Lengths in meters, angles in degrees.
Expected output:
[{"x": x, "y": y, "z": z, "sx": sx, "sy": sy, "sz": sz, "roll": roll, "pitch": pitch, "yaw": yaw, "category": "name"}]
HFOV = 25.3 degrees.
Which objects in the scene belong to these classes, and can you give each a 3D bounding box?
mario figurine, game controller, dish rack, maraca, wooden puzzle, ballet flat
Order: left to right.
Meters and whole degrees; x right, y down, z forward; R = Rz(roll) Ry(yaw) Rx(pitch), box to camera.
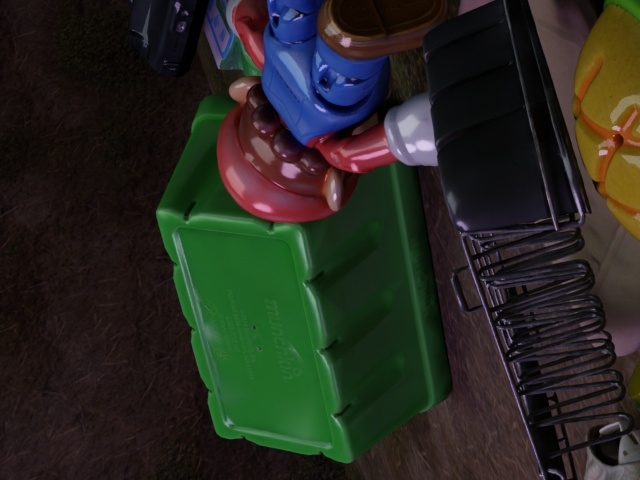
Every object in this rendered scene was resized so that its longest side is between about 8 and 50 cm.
[{"x": -0.114, "y": -0.292, "z": 1.195, "sx": 0.319, "sy": 0.067, "sz": 0.166, "roll": 113, "pitch": 155, "yaw": -47, "category": "game controller"}, {"x": 0.018, "y": -0.131, "z": 1.018, "sx": 0.320, "sy": 0.170, "sz": 0.198, "roll": 112, "pitch": 158, "yaw": -67, "category": "mario figurine"}, {"x": 0.118, "y": 0.020, "z": 0.777, "sx": 0.208, "sy": 0.074, "sz": 0.272, "roll": -87, "pitch": -20, "yaw": -58, "category": "dish rack"}, {"x": 0.156, "y": -0.069, "z": 0.869, "sx": 0.221, "sy": 0.044, "sz": 0.239, "roll": 91, "pitch": 155, "yaw": -64, "category": "wooden puzzle"}, {"x": 0.203, "y": 0.144, "z": 0.922, "sx": 0.168, "sy": 0.057, "sz": 0.052, "roll": 149, "pitch": 114, "yaw": -81, "category": "ballet flat"}, {"x": 0.175, "y": -0.029, "z": 0.620, "sx": 0.186, "sy": 0.099, "sz": 0.127, "roll": 60, "pitch": -175, "yaw": -3, "category": "maraca"}]

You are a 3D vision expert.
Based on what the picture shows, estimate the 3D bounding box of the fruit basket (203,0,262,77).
[{"x": -0.025, "y": -0.288, "z": 1.190, "sx": 0.353, "sy": 0.165, "sz": 0.327, "roll": 99, "pitch": 153, "yaw": -65, "category": "fruit basket"}]

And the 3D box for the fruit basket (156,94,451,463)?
[{"x": 0.000, "y": 0.000, "z": 1.523, "sx": 0.392, "sy": 0.282, "sz": 0.392, "roll": -23, "pitch": -64, "yaw": -59, "category": "fruit basket"}]

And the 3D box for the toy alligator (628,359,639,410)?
[{"x": 0.212, "y": 0.073, "z": 0.745, "sx": 0.189, "sy": 0.056, "sz": 0.051, "roll": 152, "pitch": 141, "yaw": -82, "category": "toy alligator"}]
